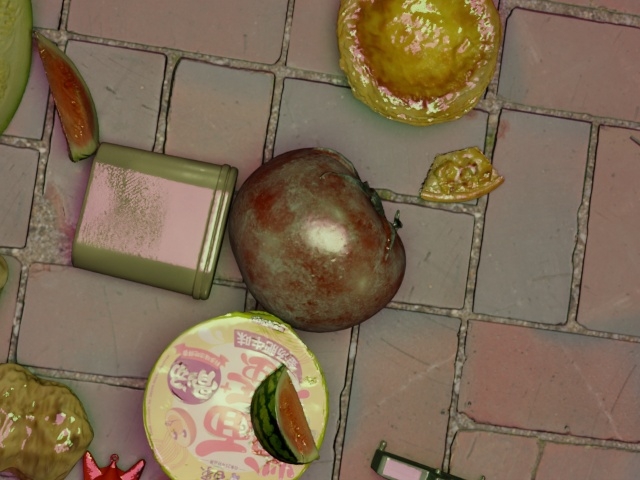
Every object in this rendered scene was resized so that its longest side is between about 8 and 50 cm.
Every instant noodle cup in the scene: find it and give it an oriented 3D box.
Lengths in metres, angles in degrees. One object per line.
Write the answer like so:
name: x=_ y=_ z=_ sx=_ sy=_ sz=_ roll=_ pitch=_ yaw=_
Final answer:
instant noodle cup: x=-0.145 y=0.269 z=1.782 sx=0.312 sy=0.221 sz=0.311 roll=0 pitch=88 yaw=-7

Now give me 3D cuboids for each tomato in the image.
tomato: x=0.000 y=0.000 z=1.764 sx=0.283 sy=0.317 sz=0.316 roll=-34 pitch=92 yaw=9

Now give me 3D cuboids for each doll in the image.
doll: x=-0.374 y=0.456 z=1.830 sx=0.109 sy=0.057 sz=0.169 roll=11 pitch=86 yaw=-8

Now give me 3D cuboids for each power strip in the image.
power strip: x=0.205 y=0.424 z=1.853 sx=0.216 sy=0.145 sz=0.061 roll=19 pitch=87 yaw=-6

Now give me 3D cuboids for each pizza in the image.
pizza: x=0.257 y=-0.120 z=1.936 sx=0.160 sy=0.036 sz=0.099 roll=-10 pitch=89 yaw=-7

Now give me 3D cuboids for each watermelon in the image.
watermelon: x=-0.441 y=-0.242 z=1.823 sx=0.063 sy=0.119 sz=0.245 roll=-17 pitch=81 yaw=5
watermelon: x=-0.062 y=0.288 z=1.645 sx=0.087 sy=0.069 sz=0.163 roll=-22 pitch=93 yaw=-6

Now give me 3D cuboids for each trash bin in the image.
trash bin: x=-0.288 y=-0.036 z=1.835 sx=0.248 sy=0.121 sz=0.243 roll=12 pitch=86 yaw=-2

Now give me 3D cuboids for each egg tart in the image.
egg tart: x=0.173 y=-0.357 z=1.893 sx=0.319 sy=0.128 sz=0.318 roll=0 pitch=88 yaw=-4

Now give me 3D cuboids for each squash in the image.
squash: x=-0.545 y=-0.325 z=1.814 sx=0.203 sy=0.111 sz=0.288 roll=-20 pitch=86 yaw=27

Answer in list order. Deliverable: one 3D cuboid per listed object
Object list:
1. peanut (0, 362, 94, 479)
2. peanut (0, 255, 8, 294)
peanut: x=-0.507 y=0.321 z=1.796 sx=0.233 sy=0.110 sz=0.196 roll=19 pitch=81 yaw=-5
peanut: x=-0.665 y=0.136 z=1.775 sx=0.325 sy=0.140 sz=0.153 roll=-41 pitch=50 yaw=-13
